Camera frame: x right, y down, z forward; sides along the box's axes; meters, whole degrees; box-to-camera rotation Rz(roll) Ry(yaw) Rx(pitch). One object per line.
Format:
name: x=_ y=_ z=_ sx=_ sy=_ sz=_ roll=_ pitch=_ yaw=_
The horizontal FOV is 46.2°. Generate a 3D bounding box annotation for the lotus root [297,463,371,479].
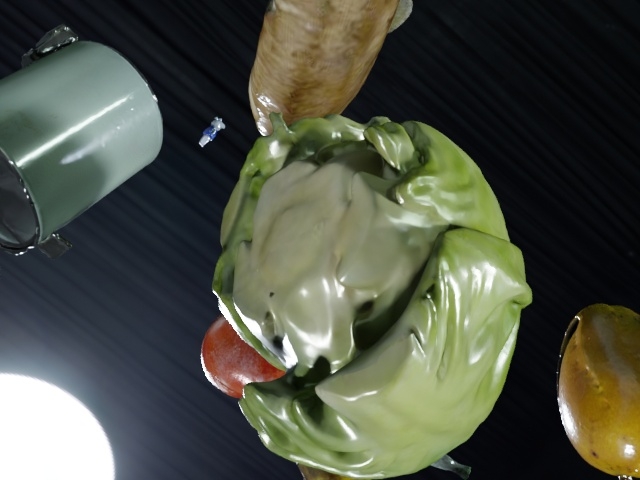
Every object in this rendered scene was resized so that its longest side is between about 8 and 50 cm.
lotus root: x=0.016 y=0.313 z=1.157 sx=0.120 sy=0.120 sz=0.209 roll=-48 pitch=-138 yaw=16

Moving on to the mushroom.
mushroom: x=0.008 y=-0.312 z=1.225 sx=0.314 sy=0.224 sz=0.397 roll=-100 pitch=-156 yaw=-62

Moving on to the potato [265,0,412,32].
potato: x=0.030 y=-0.501 z=1.512 sx=0.299 sy=0.116 sz=0.239 roll=-13 pitch=159 yaw=15

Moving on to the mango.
mango: x=0.385 y=0.192 z=0.979 sx=0.166 sy=0.136 sz=0.236 roll=-33 pitch=-140 yaw=43

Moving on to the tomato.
tomato: x=-0.095 y=0.171 z=1.172 sx=0.187 sy=0.151 sz=0.187 roll=-6 pitch=-159 yaw=2

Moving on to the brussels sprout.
brussels sprout: x=0.079 y=0.062 z=0.885 sx=0.342 sy=0.361 sz=0.425 roll=-34 pitch=-134 yaw=30

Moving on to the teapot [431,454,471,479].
teapot: x=0.278 y=0.488 z=1.646 sx=0.043 sy=0.110 sz=0.043 roll=24 pitch=90 yaw=-87

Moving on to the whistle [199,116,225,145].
whistle: x=-0.252 y=-0.250 z=1.741 sx=0.029 sy=0.033 sz=0.083 roll=-4 pitch=-135 yaw=55

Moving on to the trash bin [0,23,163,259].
trash bin: x=-0.393 y=-0.140 z=1.090 sx=0.217 sy=0.277 sz=0.262 roll=-21 pitch=-162 yaw=45
